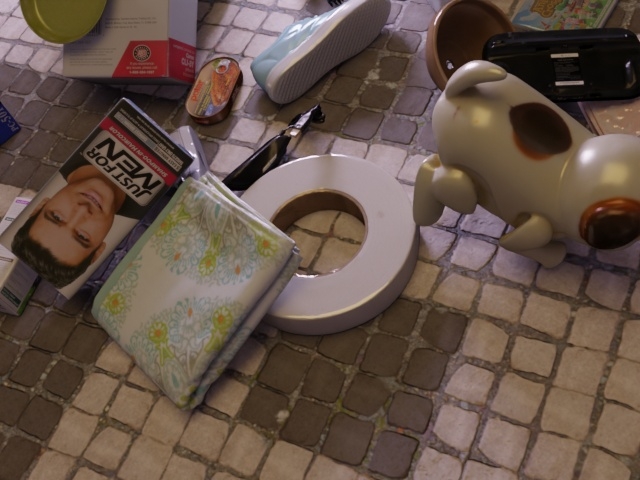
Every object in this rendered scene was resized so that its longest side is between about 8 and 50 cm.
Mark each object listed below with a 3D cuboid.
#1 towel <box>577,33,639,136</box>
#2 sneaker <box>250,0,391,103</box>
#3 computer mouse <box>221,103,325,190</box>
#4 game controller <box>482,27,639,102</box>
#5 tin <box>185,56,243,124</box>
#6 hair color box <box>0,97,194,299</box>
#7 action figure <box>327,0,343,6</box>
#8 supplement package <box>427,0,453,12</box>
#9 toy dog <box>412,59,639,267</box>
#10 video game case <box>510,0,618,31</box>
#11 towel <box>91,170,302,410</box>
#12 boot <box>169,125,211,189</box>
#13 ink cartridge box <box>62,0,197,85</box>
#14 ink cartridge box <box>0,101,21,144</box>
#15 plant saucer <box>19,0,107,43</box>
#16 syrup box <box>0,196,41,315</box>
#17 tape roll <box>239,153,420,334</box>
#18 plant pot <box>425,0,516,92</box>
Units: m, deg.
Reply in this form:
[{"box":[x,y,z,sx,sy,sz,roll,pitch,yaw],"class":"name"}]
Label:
[{"box":[0.692,-0.300,1.697,0.332,0.053,0.317,-18,55,4],"class":"towel"},{"box":[-0.009,-0.474,1.946,0.366,0.135,0.150,-38,59,-12],"class":"sneaker"},{"box":[-0.088,-0.183,1.777,0.262,0.184,0.060,-44,102,-21],"class":"computer mouse"},{"box":[0.488,-0.349,1.701,0.319,0.067,0.166,-2,71,3],"class":"game controller"},{"box":[-0.247,-0.350,1.987,0.106,0.040,0.189,9,60,16],"class":"tin"},{"box":[-0.444,-0.086,1.707,0.185,0.113,0.374,42,91,-11],"class":"hair color box"},{"box":[-0.003,-0.697,2.091,0.164,0.141,0.275,-30,71,-3],"class":"action figure"},{"box":[0.343,-0.686,1.951,0.263,0.199,0.198,-26,54,-3],"class":"supplement package"},{"box":[0.407,-0.132,1.465,0.408,0.395,0.284,27,55,27],"class":"toy dog"},{"box":[0.554,-0.530,1.901,0.193,0.023,0.212,23,66,27],"class":"video game case"},{"box":[-0.241,0.081,1.608,0.320,0.090,0.374,37,91,38],"class":"towel"},{"box":[-0.304,-0.133,1.837,0.123,0.095,0.258,-27,48,7],"class":"boot"},{"box":[-0.440,-0.565,1.991,0.279,0.160,0.384,4,95,18],"class":"ink cartridge box"},{"box":[-0.803,-0.310,2.002,0.046,0.207,0.097,36,72,32],"class":"ink cartridge box"},{"box":[-0.576,-0.566,1.932,0.241,0.037,0.241,1,93,20],"class":"plant saucer"},{"box":[-0.641,0.030,1.805,0.096,0.093,0.237,10,61,22],"class":"syrup box"},{"box":[0.000,0.000,1.670,0.392,0.072,0.392,-7,56,10],"class":"tape roll"},{"box":[0.303,-0.382,1.789,0.237,0.237,0.110,-57,20,-22],"class":"plant pot"}]
